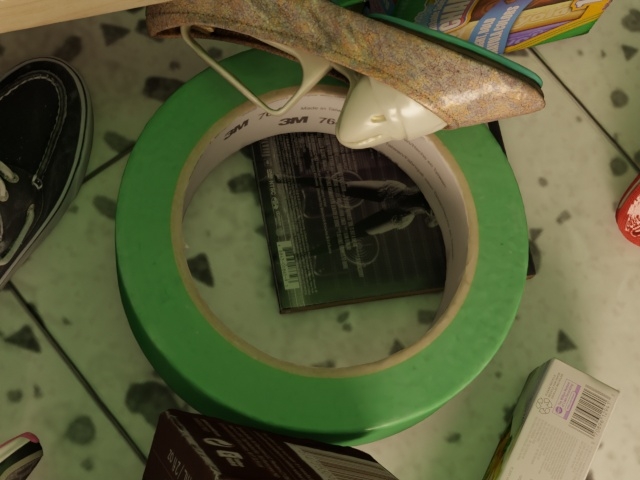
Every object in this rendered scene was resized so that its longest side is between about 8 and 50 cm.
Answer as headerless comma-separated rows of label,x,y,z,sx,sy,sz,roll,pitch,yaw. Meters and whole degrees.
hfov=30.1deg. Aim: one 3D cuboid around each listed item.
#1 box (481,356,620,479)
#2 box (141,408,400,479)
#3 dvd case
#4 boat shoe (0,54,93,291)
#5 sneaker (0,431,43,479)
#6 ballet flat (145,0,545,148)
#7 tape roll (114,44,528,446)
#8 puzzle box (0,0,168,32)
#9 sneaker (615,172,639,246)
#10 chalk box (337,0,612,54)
box,0.134,0.244,0.905,0.067,0.063,0.324,27,69,2
box,-0.038,0.240,0.774,0.167,0.168,0.203,16,91,-20
dvd case,0.060,-0.032,1.010,0.221,0.018,0.164,-8,72,-11
boat shoe,-0.267,-0.027,0.907,0.108,0.102,0.301,29,70,1
sneaker,-0.243,0.220,0.851,0.075,0.063,0.170,34,74,3
ballet flat,0.010,-0.132,0.905,0.316,0.107,0.106,24,88,6
tape roll,0.000,0.000,0.939,0.321,0.077,0.321,2,71,-7
puzzle box,-0.291,-0.288,0.912,0.272,0.052,0.409,-14,47,-17
sneaker,0.345,-0.087,1.055,0.221,0.128,0.087,-37,108,9
chalk box,0.099,-0.259,1.007,0.289,0.179,0.180,-15,74,-14
